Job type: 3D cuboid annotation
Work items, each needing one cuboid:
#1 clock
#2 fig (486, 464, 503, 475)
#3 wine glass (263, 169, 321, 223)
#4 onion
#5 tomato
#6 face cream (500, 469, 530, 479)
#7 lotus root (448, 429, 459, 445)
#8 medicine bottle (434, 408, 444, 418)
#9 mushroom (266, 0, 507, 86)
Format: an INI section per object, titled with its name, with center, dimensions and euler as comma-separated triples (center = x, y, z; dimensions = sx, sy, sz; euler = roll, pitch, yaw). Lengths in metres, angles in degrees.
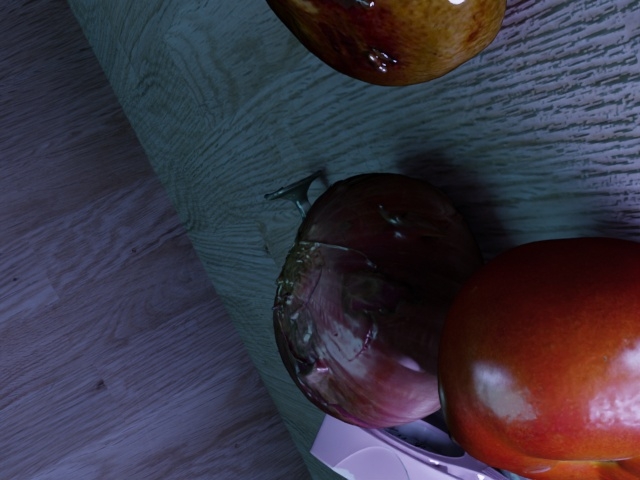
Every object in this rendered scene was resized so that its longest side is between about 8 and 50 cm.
[clock]
center = 0.172, 0.330, 1.238
dimensions = 0.290, 0.080, 0.275
euler = 26, -173, 30
[fig]
center = 0.253, 0.423, 1.438
dimensions = 0.275, 0.206, 0.206
euler = -123, 11, -68
[wine glass]
center = 0.000, 0.000, 1.562
dimensions = 0.241, 0.126, 0.126
euler = 63, 163, -5
[onion]
center = 0.079, 0.077, 1.152
dimensions = 0.354, 0.353, 0.354
euler = 52, 161, 27
[tomato]
center = 0.254, 0.116, 0.834
dimensions = 0.298, 0.298, 0.226
euler = 113, 167, -68
[face cream]
center = 0.349, 0.408, 1.277
dimensions = 0.284, 0.073, 0.073
euler = 60, 163, 6
[lotus root]
center = 0.264, 0.248, 1.225
dimensions = 0.159, 0.135, 0.095
euler = 26, 142, 40
[medicine bottle]
center = 0.217, 0.258, 1.411
dimensions = 0.140, 0.079, 0.079
euler = 65, 162, -13
[mushroom]
center = 0.056, -0.315, 0.847
dimensions = 0.345, 0.260, 0.345
euler = 40, -179, -1
